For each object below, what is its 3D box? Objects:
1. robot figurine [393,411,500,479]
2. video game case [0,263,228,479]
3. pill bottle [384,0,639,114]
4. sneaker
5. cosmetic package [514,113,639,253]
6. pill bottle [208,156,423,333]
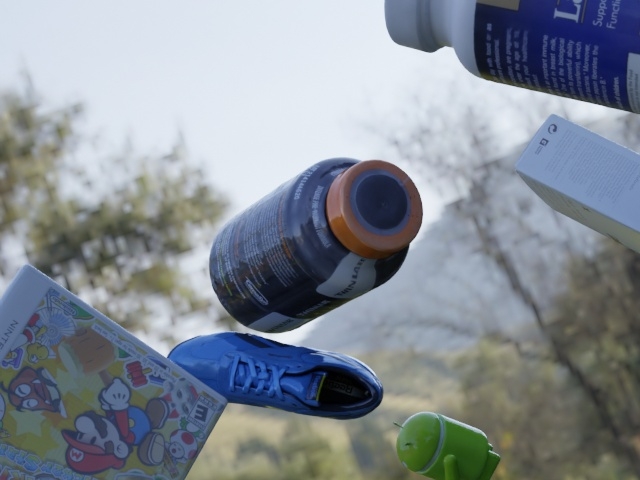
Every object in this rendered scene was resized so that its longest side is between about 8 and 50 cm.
[{"bbox_3d":[0.130,0.221,2.026,0.115,0.101,0.067,22,-74,-24],"label":"robot figurine"},{"bbox_3d":[-0.221,0.163,1.703,0.206,0.227,0.026,-60,11,-29],"label":"video game case"},{"bbox_3d":[0.195,-0.192,1.543,0.264,0.153,0.153,14,0,21],"label":"pill bottle"},{"bbox_3d":[-0.042,0.128,1.827,0.209,0.069,0.082,9,-1,-8],"label":"sneaker"},{"bbox_3d":[0.339,-0.045,2.121,0.085,0.231,0.117,-55,-41,-3],"label":"cosmetic package"},{"bbox_3d":[0.000,0.000,1.810,0.130,0.130,0.245,-13,-9,-31],"label":"pill bottle"}]
